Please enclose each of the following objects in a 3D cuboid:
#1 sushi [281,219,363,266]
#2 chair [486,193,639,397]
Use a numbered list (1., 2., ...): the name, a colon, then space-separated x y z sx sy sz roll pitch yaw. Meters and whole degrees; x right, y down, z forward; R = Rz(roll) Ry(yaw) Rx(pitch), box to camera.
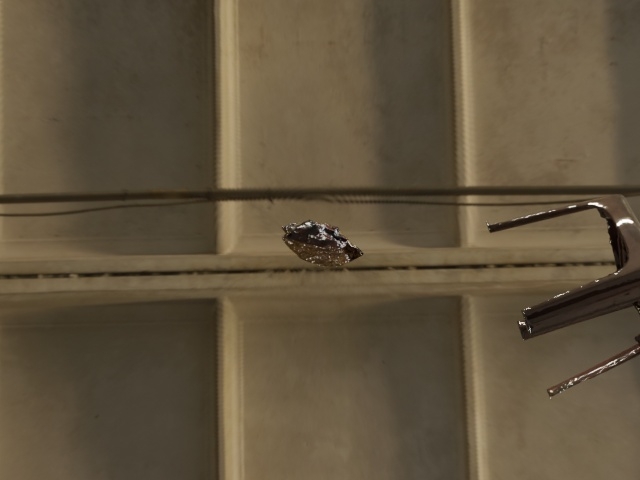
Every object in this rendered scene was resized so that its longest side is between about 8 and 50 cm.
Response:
1. sushi: 0.000 0.000 1.269 0.099 0.047 0.050 8 -134 -11
2. chair: 0.376 0.039 1.193 0.326 0.175 0.183 -20 -47 5
